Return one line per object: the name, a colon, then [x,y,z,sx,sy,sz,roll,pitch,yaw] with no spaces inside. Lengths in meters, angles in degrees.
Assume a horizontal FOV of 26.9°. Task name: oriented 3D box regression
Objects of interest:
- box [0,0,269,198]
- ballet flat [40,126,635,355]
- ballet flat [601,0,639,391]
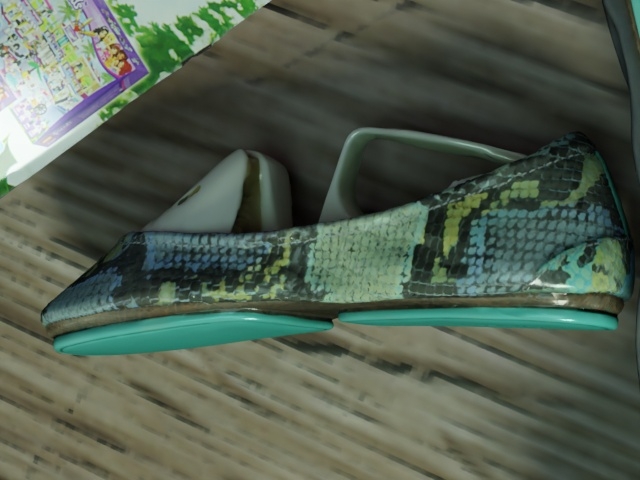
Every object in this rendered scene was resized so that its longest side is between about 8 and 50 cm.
box: [-0.113,-0.157,0.289,0.201,0.057,0.293,-35,118,3]
ballet flat: [0.000,0.000,0.403,0.188,0.070,0.070,-5,105,22]
ballet flat: [0.112,-0.009,0.336,0.074,0.074,0.203,-3,119,24]
